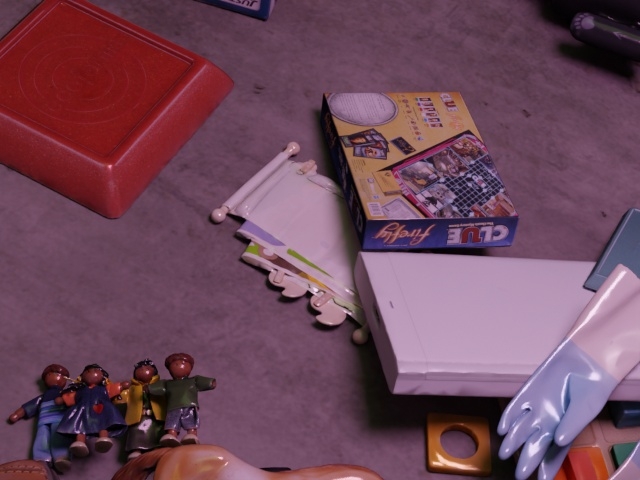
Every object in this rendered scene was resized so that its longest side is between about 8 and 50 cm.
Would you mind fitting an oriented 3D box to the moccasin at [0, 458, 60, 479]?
[{"bbox_3d":[-0.227,0.341,1.167,0.147,0.139,0.380,-16,55,-21],"label":"moccasin"}]

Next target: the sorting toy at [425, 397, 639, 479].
[{"bbox_3d":[0.275,0.196,1.438,0.347,0.047,0.196,-4,52,-13],"label":"sorting toy"}]

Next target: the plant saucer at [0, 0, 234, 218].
[{"bbox_3d":[-0.265,-0.171,1.646,0.259,0.048,0.258,26,51,13],"label":"plant saucer"}]

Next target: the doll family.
[{"bbox_3d":[-0.194,0.153,1.373,0.193,0.076,0.111,-1,56,-7],"label":"doll family"}]

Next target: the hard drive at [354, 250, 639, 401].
[{"bbox_3d":[0.202,0.084,1.476,0.307,0.040,0.203,3,33,-13],"label":"hard drive"}]

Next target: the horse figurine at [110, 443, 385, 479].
[{"bbox_3d":[-0.081,0.246,1.286,0.263,0.066,0.174,17,71,12],"label":"horse figurine"}]

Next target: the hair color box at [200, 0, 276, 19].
[{"bbox_3d":[-0.066,-0.449,1.714,0.105,0.347,0.174,17,50,4],"label":"hair color box"}]

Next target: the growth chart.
[{"bbox_3d":[0.000,0.000,1.568,0.237,0.021,0.172,38,55,20],"label":"growth chart"}]

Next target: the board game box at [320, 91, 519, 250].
[{"bbox_3d":[0.102,-0.080,1.605,0.165,0.042,0.243,-1,38,-11],"label":"board game box"}]

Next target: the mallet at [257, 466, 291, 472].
[{"bbox_3d":[-0.054,0.288,1.314,0.062,0.039,0.190,3,55,-5],"label":"mallet"}]

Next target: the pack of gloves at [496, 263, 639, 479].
[{"bbox_3d":[0.289,0.168,1.372,0.195,0.046,0.232,42,75,-3],"label":"pack of gloves"}]

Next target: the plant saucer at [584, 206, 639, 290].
[{"bbox_3d":[0.337,0.013,1.578,0.067,0.018,0.192,20,30,16],"label":"plant saucer"}]

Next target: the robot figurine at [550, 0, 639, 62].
[{"bbox_3d":[0.392,-0.327,1.817,0.278,0.209,0.173,25,9,11],"label":"robot figurine"}]
